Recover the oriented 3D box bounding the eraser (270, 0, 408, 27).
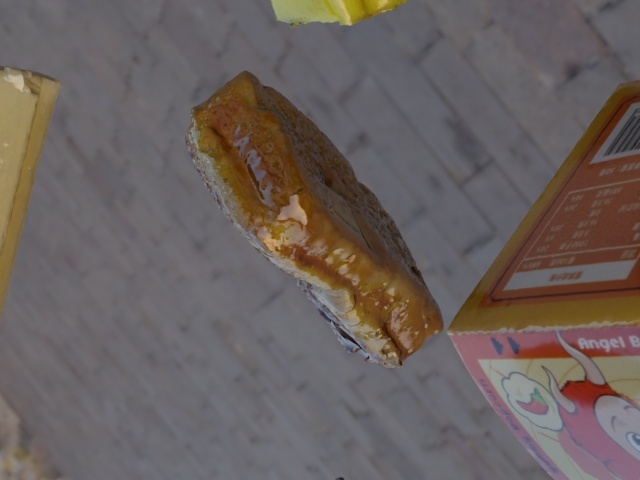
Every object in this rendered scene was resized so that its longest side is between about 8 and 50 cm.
[{"bbox_3d":[0.021,-0.237,0.921,0.069,0.158,0.226,6,114,50],"label":"eraser"}]

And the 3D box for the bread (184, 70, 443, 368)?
[{"bbox_3d":[0.002,-0.001,1.148,0.139,0.077,0.271,63,-171,28],"label":"bread"}]

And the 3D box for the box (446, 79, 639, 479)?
[{"bbox_3d":[0.266,0.057,0.862,0.259,0.214,0.283,47,157,-18],"label":"box"}]

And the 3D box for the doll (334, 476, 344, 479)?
[{"bbox_3d":[0.020,0.217,0.927,0.102,0.088,0.179,-6,91,64],"label":"doll"}]

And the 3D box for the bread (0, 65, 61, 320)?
[{"bbox_3d":[-0.220,-0.013,0.879,0.139,0.178,0.060,12,180,-8],"label":"bread"}]
